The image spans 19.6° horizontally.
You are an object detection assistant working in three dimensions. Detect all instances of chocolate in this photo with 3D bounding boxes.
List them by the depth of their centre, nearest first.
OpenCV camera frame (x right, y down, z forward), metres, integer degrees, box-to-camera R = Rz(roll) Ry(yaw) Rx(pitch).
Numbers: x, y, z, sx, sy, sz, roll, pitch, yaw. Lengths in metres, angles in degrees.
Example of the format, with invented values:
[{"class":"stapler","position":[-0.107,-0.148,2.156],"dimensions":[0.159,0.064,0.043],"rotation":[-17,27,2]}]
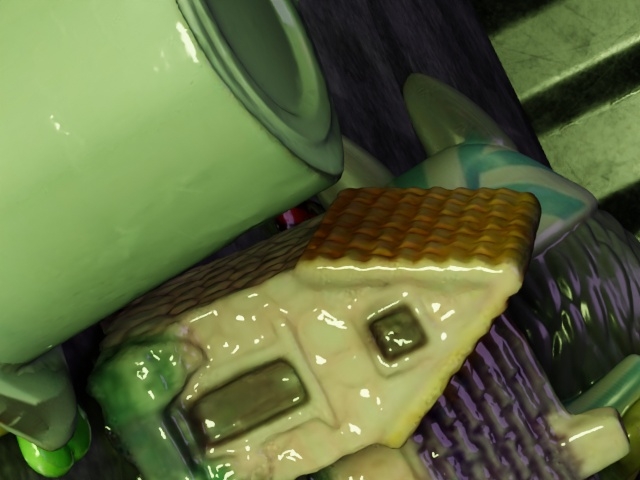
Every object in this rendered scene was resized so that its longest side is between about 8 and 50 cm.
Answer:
[{"class":"chocolate","position":[0.000,0.000,1.482],"dimensions":[0.182,0.028,0.086],"rotation":[34,35,-64]}]

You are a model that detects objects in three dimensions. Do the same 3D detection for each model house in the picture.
[{"class":"model house","position":[0.037,0.093,1.036],"dimensions":[0.237,0.237,0.202],"rotation":[63,13,-3]}]

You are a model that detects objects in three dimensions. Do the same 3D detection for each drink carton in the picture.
[{"class":"drink carton","position":[-0.105,-0.044,0.778],"dimensions":[0.191,0.189,0.185],"rotation":[40,30,-49]}]

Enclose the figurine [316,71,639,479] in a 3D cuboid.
[{"class":"figurine","position":[0.085,0.070,1.402],"dimensions":[0.377,0.266,0.361],"rotation":[43,33,13]}]

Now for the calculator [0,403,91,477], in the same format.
[{"class":"calculator","position":[-0.180,0.013,0.839],"dimensions":[0.235,0.032,0.146],"rotation":[58,16,-15]}]
